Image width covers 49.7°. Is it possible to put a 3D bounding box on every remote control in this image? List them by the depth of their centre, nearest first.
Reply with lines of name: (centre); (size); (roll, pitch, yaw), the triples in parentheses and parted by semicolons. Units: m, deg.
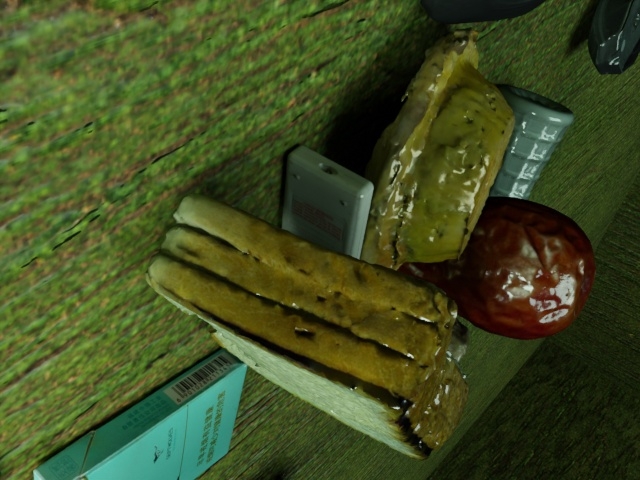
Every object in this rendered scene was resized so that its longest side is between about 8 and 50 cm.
remote control: (0.000, 0.000, 0.683); (0.029, 0.087, 0.190); (-42, 152, -37)

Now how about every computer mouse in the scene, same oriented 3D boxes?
computer mouse: (0.486, -0.367, 1.117); (0.231, 0.071, 0.126); (-58, 143, -18)

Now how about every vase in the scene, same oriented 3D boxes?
vase: (0.252, -0.065, 1.002); (0.143, 0.143, 0.299); (-18, 135, -53)

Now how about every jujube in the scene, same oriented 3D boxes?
jujube: (0.210, 0.026, 0.877); (0.190, 0.255, 0.190); (-16, 111, -49)

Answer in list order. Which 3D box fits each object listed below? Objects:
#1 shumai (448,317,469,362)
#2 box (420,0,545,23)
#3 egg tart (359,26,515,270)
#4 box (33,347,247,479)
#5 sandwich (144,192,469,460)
shumai: (0.093, 0.115, 0.947); (0.161, 0.209, 0.153); (-46, 111, -8)
box: (0.214, -0.275, 0.649); (0.212, 0.042, 0.201); (-19, 170, -40)
egg tart: (0.128, -0.080, 0.740); (0.288, 0.118, 0.288); (-57, 160, -34)
box: (-0.177, 0.222, 0.702); (0.229, 0.041, 0.162); (-30, 146, -43)
sandwich: (-0.004, 0.082, 0.590); (0.095, 0.249, 0.273); (-62, 157, -16)
